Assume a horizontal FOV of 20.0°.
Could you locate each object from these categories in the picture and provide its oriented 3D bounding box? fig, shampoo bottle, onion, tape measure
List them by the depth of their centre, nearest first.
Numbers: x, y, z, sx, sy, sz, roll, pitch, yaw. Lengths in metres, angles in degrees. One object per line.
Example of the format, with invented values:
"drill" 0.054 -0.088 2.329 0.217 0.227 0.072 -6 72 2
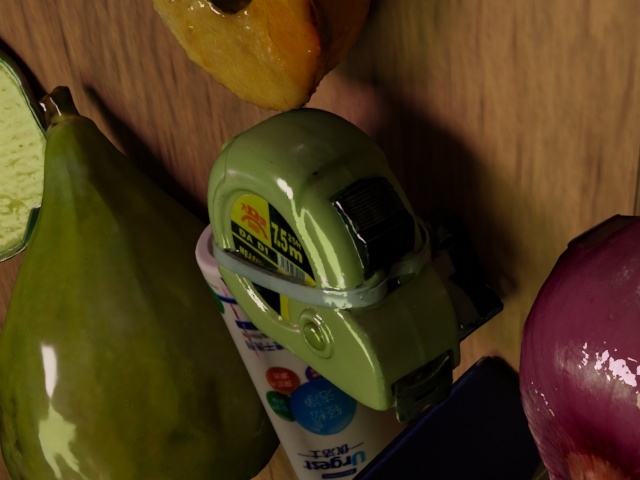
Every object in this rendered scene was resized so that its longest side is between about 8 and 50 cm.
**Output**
"onion" 0.180 0.073 0.880 0.200 0.200 0.207 34 -179 29
"tape measure" 0.000 0.000 1.055 0.177 0.087 0.154 29 139 42
"tape measure" 0.065 0.028 1.113 0.091 0.054 0.094 59 150 -6
"shampoo bottle" 0.007 0.111 1.268 0.092 0.092 0.303 19 139 46
"fig" -0.162 0.074 1.327 0.314 0.233 0.233 52 154 -18

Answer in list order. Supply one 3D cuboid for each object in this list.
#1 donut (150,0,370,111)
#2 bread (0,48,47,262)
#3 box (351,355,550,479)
"donut" -0.040 -0.163 1.005 0.174 0.074 0.190 30 152 32
"bread" -0.308 -0.082 1.465 0.228 0.033 0.228 11 121 18
"box" 0.134 0.217 1.128 0.259 0.168 0.071 44 155 7
